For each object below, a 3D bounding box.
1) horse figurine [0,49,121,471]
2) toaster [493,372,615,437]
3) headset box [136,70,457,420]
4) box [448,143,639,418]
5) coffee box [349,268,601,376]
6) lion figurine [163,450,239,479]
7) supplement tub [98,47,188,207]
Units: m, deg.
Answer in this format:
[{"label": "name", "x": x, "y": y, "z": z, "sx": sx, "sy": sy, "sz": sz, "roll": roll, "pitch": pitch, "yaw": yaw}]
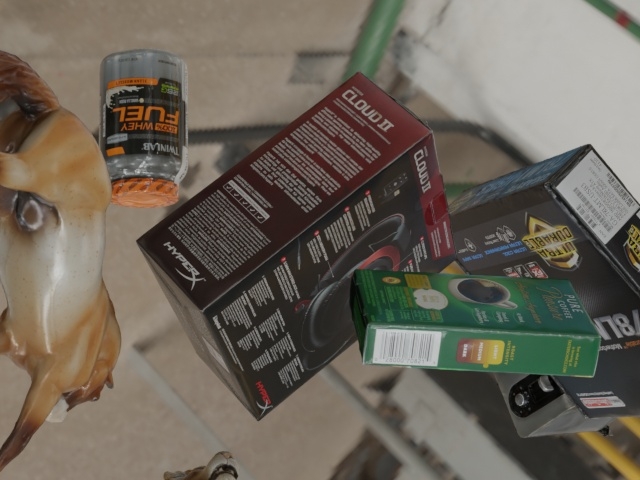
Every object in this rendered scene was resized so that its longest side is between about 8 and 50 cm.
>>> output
[{"label": "horse figurine", "x": -0.157, "y": 0.010, "z": 0.708, "sx": 0.174, "sy": 0.066, "sz": 0.263, "roll": -41, "pitch": 135, "yaw": -51}, {"label": "toaster", "x": 0.318, "y": 0.162, "z": 1.790, "sx": 0.185, "sy": 0.168, "sz": 0.110, "roll": 3, "pitch": 148, "yaw": -38}, {"label": "headset box", "x": 0.000, "y": 0.000, "z": 1.296, "sx": 0.293, "sy": 0.110, "sz": 0.218, "roll": -39, "pitch": 147, "yaw": -12}, {"label": "box", "x": 0.278, "y": 0.055, "z": 1.432, "sx": 0.073, "sy": 0.293, "sz": 0.295, "roll": -42, "pitch": -173, "yaw": -19}, {"label": "coffee box", "x": 0.120, "y": 0.065, "z": 1.097, "sx": 0.184, "sy": 0.113, "sz": 0.040, "roll": 3, "pitch": 111, "yaw": -6}, {"label": "lion figurine", "x": -0.017, "y": 0.409, "z": 1.609, "sx": 0.392, "sy": 0.240, "sz": 0.142, "roll": 41, "pitch": 86, "yaw": -25}, {"label": "supplement tub", "x": -0.230, "y": -0.144, "z": 1.801, "sx": 0.117, "sy": 0.191, "sz": 0.117, "roll": -2, "pitch": 168, "yaw": 0}]
